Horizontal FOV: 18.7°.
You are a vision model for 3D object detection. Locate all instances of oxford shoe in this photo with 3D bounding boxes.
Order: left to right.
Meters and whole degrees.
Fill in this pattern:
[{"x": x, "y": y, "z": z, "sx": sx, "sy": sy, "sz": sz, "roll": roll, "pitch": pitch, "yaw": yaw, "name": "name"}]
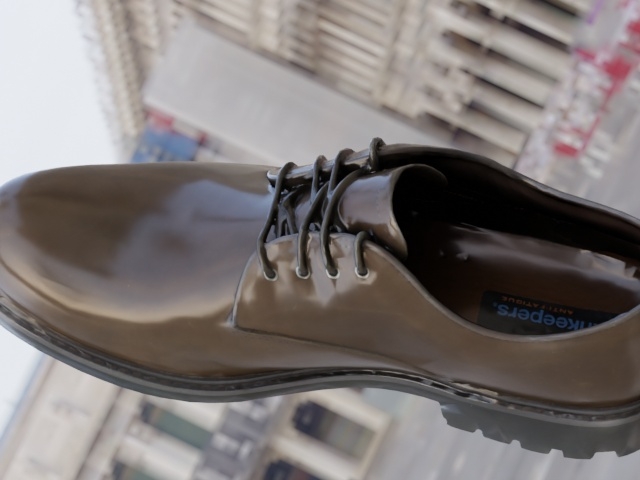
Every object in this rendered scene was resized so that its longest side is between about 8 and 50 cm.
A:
[{"x": 0.000, "y": 0.000, "z": 0.584, "sx": 0.096, "sy": 0.227, "sz": 0.082, "roll": 86, "pitch": -168, "yaw": -58, "name": "oxford shoe"}]
